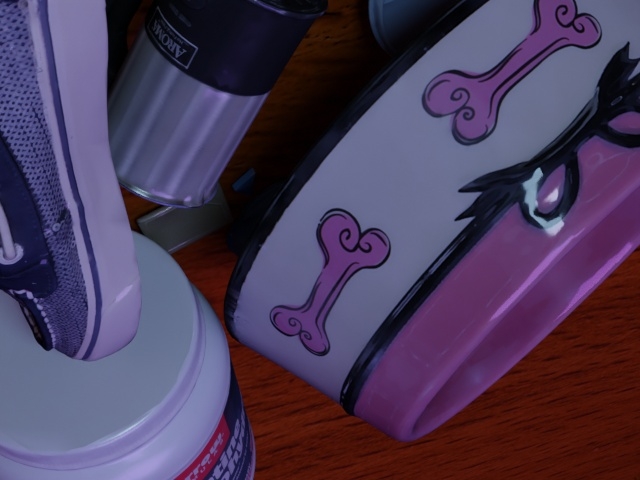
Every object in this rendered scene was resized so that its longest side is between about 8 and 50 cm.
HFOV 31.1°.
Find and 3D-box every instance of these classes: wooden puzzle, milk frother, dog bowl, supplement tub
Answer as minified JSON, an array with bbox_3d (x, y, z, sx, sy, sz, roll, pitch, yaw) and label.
[{"bbox_3d":[-0.103,-0.016,0.867,0.116,0.014,0.078,-25,156,-13],"label":"wooden puzzle"},{"bbox_3d":[-0.050,-0.107,0.650,0.143,0.129,0.134,5,131,-40],"label":"milk frother"},{"bbox_3d":[0.131,-0.019,0.833,0.408,0.150,0.408,-40,164,-14],"label":"dog bowl"},{"bbox_3d":[-0.154,0.126,0.854,0.191,0.191,0.272,-26,152,-11],"label":"supplement tub"}]

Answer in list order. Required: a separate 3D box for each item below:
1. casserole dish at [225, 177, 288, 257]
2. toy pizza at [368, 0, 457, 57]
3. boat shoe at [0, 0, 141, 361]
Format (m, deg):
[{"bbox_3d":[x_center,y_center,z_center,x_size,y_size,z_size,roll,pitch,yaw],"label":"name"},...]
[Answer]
[{"bbox_3d":[0.000,0.000,0.971,0.114,0.037,0.188,-38,152,13],"label":"casserole dish"},{"bbox_3d":[0.116,-0.198,0.772,0.201,0.032,0.201,-23,150,-15],"label":"toy pizza"},{"bbox_3d":[-0.187,-0.027,0.564,0.158,0.127,0.340,-24,147,-21],"label":"boat shoe"}]
